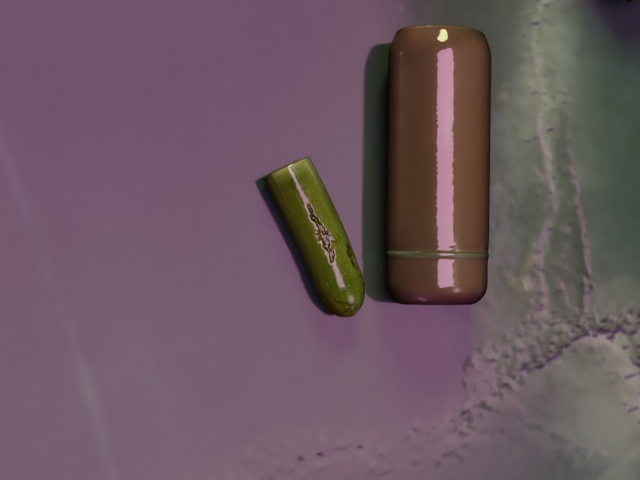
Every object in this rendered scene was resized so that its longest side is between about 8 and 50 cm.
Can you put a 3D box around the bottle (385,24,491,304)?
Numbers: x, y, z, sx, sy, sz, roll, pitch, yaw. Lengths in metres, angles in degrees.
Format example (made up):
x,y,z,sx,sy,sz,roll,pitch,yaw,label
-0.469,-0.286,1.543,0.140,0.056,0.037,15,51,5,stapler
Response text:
x,y,z,sx,sy,sz,roll,pitch,yaw,label
0.060,-0.037,0.722,0.053,0.053,0.140,1,88,-12,bottle

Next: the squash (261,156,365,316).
x,y,z,sx,sy,sz,roll,pitch,yaw,label
0.000,0.000,0.722,0.027,0.027,0.083,-27,95,-11,squash
